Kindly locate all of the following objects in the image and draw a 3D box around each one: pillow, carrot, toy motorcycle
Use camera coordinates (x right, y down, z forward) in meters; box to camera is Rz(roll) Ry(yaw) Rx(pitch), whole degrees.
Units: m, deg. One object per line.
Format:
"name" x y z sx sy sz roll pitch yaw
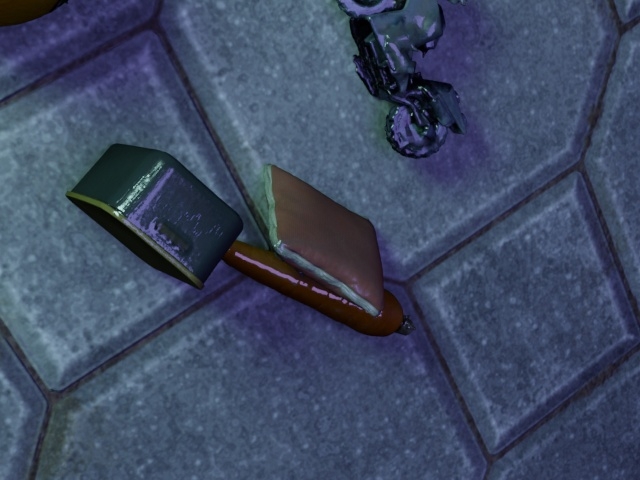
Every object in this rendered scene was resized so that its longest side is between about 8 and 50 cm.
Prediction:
"pillow" 0.000 0.000 1.211 0.179 0.171 0.075 32 121 -29
"carrot" -0.013 0.055 1.257 0.336 0.069 0.069 25 89 -24
"toy motorcycle" 0.120 -0.245 1.236 0.159 0.106 0.270 -27 107 -12

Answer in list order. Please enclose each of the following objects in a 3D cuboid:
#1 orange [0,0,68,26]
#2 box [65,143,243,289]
"orange" -0.319 -0.314 0.943 0.236 0.236 0.236 -5 103 -24
"box" -0.183 -0.033 1.082 0.144 0.201 0.090 42 78 -25
